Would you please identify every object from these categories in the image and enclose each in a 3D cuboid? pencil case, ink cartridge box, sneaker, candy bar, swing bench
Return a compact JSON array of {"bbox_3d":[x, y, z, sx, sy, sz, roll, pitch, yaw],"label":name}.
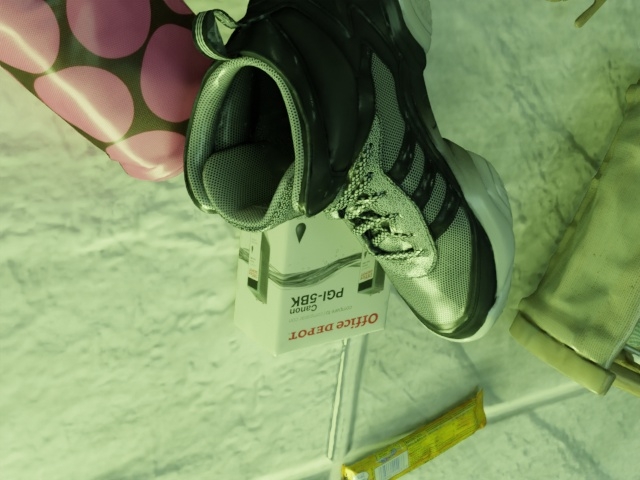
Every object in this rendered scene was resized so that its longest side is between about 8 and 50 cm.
[{"bbox_3d":[-0.126,-0.124,0.474,0.209,0.095,0.098,47,66,-44],"label":"pencil case"},{"bbox_3d":[0.000,0.000,0.651,0.099,0.056,0.135,-11,117,-35],"label":"ink cartridge box"},{"bbox_3d":[0.014,-0.027,0.523,0.153,0.101,0.269,-45,123,-38],"label":"sneaker"},{"bbox_3d":[0.084,0.176,0.829,0.161,0.018,0.040,-22,120,-27],"label":"candy bar"},{"bbox_3d":[0.303,0.007,0.822,0.254,0.165,0.253,22,98,-37],"label":"swing bench"}]

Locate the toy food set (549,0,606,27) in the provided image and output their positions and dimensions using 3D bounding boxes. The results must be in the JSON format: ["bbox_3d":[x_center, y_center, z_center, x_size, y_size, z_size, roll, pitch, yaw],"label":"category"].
[{"bbox_3d":[0.177,-0.220,0.706,0.078,0.019,0.122,-46,124,-10],"label":"toy food set"}]
